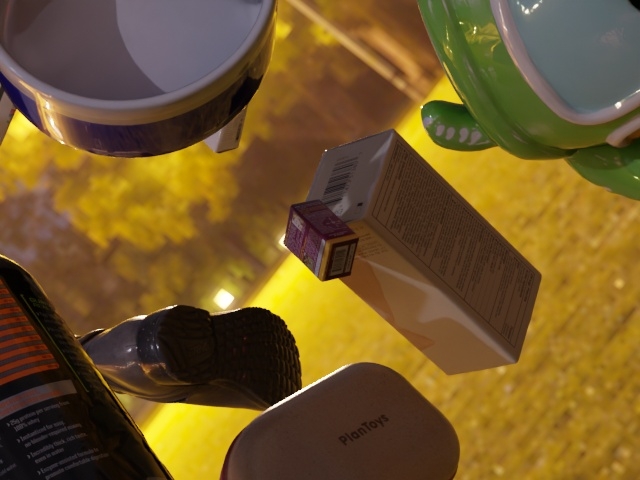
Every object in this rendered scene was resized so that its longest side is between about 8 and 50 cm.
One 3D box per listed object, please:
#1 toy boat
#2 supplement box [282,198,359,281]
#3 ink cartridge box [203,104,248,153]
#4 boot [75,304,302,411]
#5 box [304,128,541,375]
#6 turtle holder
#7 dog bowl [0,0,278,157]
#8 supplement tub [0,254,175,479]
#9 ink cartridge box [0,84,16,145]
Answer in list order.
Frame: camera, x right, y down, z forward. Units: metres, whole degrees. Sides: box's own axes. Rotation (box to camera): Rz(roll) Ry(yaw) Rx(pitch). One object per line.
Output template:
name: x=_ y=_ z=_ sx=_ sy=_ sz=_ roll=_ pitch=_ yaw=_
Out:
toy boat: x=0.008 y=0.222 z=1.591 sx=0.231 sy=0.151 sz=0.151 roll=-25 pitch=-32 yaw=-41
supplement box: x=0.000 y=0.000 z=1.971 sx=0.043 sy=0.083 sz=0.055 roll=-13 pitch=-49 yaw=-33
ink cartridge box: x=-0.164 y=-0.266 z=2.314 sx=0.045 sy=0.223 sz=0.224 roll=-18 pitch=-40 yaw=-35
boot: x=-0.181 y=0.142 z=1.997 sx=0.223 sy=0.118 sz=0.338 roll=-13 pitch=-20 yaw=27
box: x=0.125 y=0.021 z=2.151 sx=0.121 sy=0.311 sz=0.148 roll=-16 pitch=42 yaw=42
turtle holder: x=0.189 y=-0.156 z=1.154 sx=0.227 sy=0.320 sz=0.243 roll=-10 pitch=2 yaw=35
dog bowl: x=-0.169 y=-0.210 z=1.551 sx=0.265 sy=0.265 sz=0.104 roll=-52 pitch=-13 yaw=-19
supplement tub: x=-0.252 y=0.153 z=1.310 sx=0.207 sy=0.338 sz=0.207 roll=-30 pitch=-26 yaw=-17
ink cartridge box: x=-0.392 y=-0.186 z=1.783 sx=0.232 sy=0.171 sz=0.168 roll=-66 pitch=23 yaw=4
